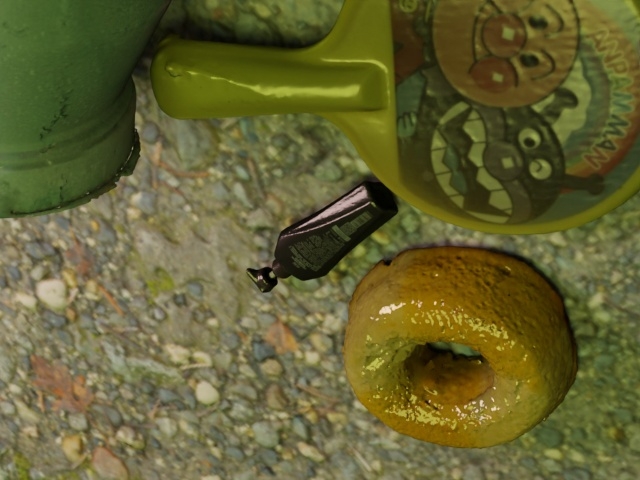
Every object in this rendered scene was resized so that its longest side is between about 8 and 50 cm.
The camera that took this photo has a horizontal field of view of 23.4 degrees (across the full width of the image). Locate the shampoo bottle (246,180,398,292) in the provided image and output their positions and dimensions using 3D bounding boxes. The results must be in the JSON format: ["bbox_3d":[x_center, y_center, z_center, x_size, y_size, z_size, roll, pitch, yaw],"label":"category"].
[{"bbox_3d":[0.000,0.000,1.145,0.048,0.027,0.137,41,129,-16],"label":"shampoo bottle"}]

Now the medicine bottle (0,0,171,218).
[{"bbox_3d":[-0.205,-0.183,0.983,0.245,0.245,0.290,17,126,13],"label":"medicine bottle"}]

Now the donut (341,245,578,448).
[{"bbox_3d":[0.095,0.086,1.134,0.178,0.065,0.162,-13,115,29],"label":"donut"}]

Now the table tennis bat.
[{"bbox_3d":[0.055,-0.106,1.037,0.369,0.054,0.224,4,121,18],"label":"table tennis bat"}]

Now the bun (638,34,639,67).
[{"bbox_3d":[0.298,-0.067,0.843,0.293,0.187,0.293,20,134,22],"label":"bun"}]
